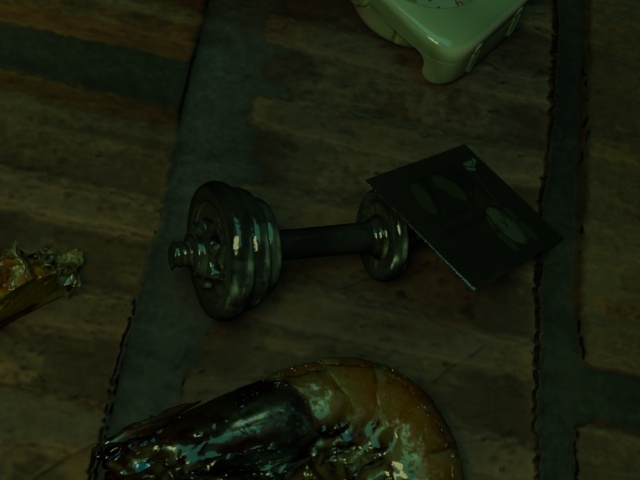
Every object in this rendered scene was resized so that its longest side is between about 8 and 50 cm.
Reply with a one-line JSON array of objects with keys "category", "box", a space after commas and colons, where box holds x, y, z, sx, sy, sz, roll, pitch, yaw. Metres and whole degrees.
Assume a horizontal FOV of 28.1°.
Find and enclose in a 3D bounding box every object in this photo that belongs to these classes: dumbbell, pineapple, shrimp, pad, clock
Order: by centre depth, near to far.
[{"category": "shrimp", "box": [-0.021, 0.196, 0.930, 0.290, 0.054, 0.222, -8, 61, -23]}, {"category": "pineapple", "box": [-0.229, 0.034, 0.985, 0.114, 0.114, 0.077, -10, 98, -37]}, {"category": "dumbbell", "box": [0.000, 0.000, 1.034, 0.254, 0.110, 0.110, -6, 60, -23]}, {"category": "pad", "box": [0.126, -0.025, 1.082, 0.127, 0.004, 0.190, 45, 32, 14]}, {"category": "clock", "box": [0.096, -0.250, 1.232, 0.191, 0.062, 0.151, 40, 59, 13]}]
